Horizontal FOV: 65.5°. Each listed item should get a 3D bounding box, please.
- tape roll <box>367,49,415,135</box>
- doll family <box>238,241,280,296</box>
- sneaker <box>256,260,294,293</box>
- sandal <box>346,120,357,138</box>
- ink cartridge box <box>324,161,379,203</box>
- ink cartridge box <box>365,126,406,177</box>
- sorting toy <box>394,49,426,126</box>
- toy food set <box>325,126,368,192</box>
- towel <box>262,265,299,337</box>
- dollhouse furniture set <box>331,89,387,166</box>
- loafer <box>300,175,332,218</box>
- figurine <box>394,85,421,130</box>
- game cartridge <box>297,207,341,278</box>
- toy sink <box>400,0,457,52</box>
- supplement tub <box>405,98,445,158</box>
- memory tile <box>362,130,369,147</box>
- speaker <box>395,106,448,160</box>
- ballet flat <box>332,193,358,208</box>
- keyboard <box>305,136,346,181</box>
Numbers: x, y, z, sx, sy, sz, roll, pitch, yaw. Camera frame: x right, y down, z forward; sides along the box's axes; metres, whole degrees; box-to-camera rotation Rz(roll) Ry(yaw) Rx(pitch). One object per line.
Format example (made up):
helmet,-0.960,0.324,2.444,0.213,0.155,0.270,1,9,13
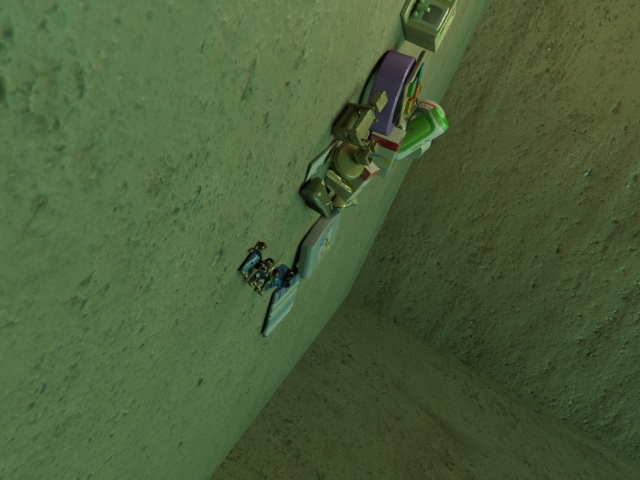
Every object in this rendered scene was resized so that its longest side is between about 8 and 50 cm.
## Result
tape roll,0.240,-0.506,1.722,0.275,0.090,0.275,21,90,-81
doll family,-0.173,0.081,1.460,0.111,0.076,0.193,-53,164,-16
sneaker,-0.147,0.140,1.684,0.152,0.084,0.058,-49,164,-45
sandal,0.122,-0.293,1.797,0.120,0.086,0.303,-59,167,-33
ink cartridge box,0.097,-0.215,1.734,0.067,0.115,0.198,-33,168,-49
ink cartridge box,0.257,-0.378,2.068,0.128,0.127,0.176,-60,171,-47
sorting toy,0.320,-0.526,1.737,0.208,0.038,0.193,98,16,-56
toy food set,0.088,-0.261,1.614,0.038,0.132,0.192,6,-115,57
towel,-0.160,0.255,2.047,0.209,0.034,0.285,-46,159,-46
dollhouse furniture set,0.137,-0.359,1.582,0.182,0.101,0.161,-56,145,-21
loafer,0.005,-0.141,1.642,0.087,0.094,0.251,-56,168,-5
figurine,0.387,-0.602,2.253,0.209,0.092,0.215,-55,169,-46
game cartridge,0.000,0.000,2.022,0.297,0.062,0.198,-52,163,-47
toy sink,0.368,-0.753,1.657,0.153,0.131,0.234,-63,168,7
supplement tub,0.503,-0.572,2.550,0.272,0.191,0.191,-56,168,-24
memory tile,0.160,-0.381,1.957,0.113,0.012,0.148,-54,167,-32
speaker,0.442,-0.495,2.328,0.296,0.131,0.131,-31,-176,28
ballet flat,0.100,-0.177,2.061,0.086,0.086,0.248,-64,170,13
keyboard,0.021,-0.272,1.605,0.256,0.014,0.072,-49,164,-45
